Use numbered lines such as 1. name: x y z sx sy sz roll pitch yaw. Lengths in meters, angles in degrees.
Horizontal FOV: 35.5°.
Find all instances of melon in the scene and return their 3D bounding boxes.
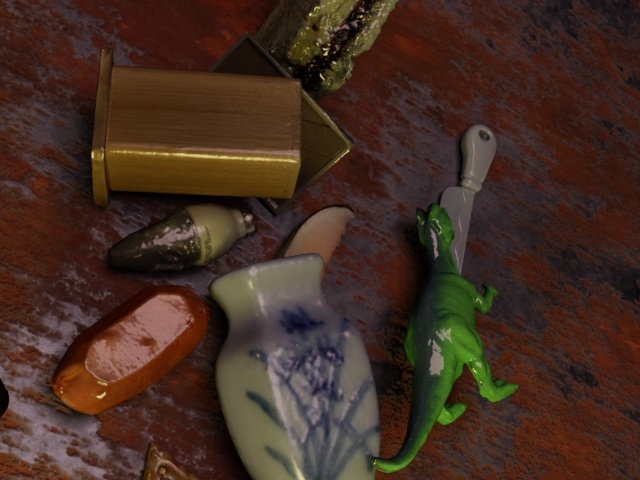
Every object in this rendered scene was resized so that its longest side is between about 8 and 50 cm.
1. melon: -0.007 -0.003 1.702 0.098 0.054 0.182 36 58 -18

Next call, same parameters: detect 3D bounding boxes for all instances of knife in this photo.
1. knife: 0.266 -0.079 1.889 0.080 0.044 0.331 26 64 -16

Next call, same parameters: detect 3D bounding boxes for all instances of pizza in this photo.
1. pizza: -0.203 0.374 1.457 0.184 0.036 0.176 -4 73 -30

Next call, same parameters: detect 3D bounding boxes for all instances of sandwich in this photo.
1. sandwich: 0.016 -0.389 1.713 0.131 0.262 0.325 35 91 -24

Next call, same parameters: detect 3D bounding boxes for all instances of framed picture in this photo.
1. framed picture: -0.096 -0.192 1.659 0.260 0.189 0.023 46 21 -5

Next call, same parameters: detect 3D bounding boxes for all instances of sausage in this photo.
1. sausage: -0.271 0.155 1.452 0.258 0.133 0.133 -39 91 -31

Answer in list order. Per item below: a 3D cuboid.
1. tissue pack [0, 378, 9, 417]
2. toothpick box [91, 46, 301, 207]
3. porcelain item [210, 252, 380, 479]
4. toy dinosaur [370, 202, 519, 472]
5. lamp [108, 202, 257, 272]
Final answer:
1. tissue pack: -0.554 0.097 1.185 0.210 0.198 0.370 -38 126 -32
2. toothpick box: -0.188 -0.162 1.532 0.308 0.190 0.188 3 67 -8
3. porcelain item: -0.033 0.233 1.518 0.242 0.178 0.405 -9 76 -30
4. toy dinosaur: 0.169 0.129 1.612 0.500 0.144 0.375 -11 83 -61
5. lamp: -0.212 -0.004 1.562 0.250 0.101 0.101 -16 79 -24
